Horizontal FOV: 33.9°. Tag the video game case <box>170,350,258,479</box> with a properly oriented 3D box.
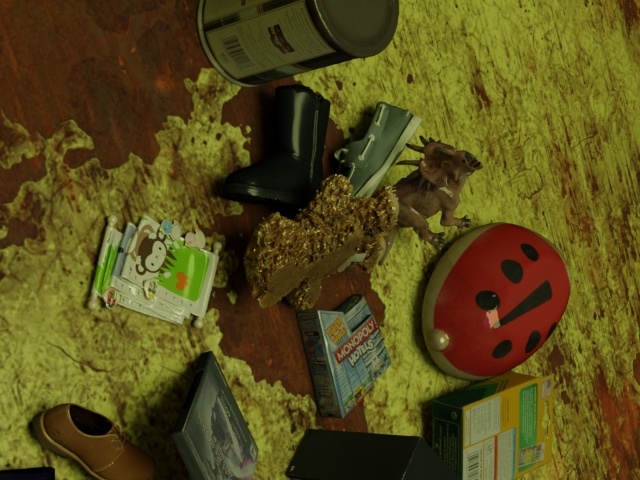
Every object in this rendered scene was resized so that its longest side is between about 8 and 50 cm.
[{"bbox_3d":[-0.154,0.308,1.592,0.274,0.026,0.196,-84,152,-72],"label":"video game case"}]

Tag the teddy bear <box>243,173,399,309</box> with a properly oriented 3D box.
[{"bbox_3d":[0.000,0.000,1.786,0.338,0.113,0.245,-29,147,-26],"label":"teddy bear"}]

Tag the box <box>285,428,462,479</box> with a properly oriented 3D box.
[{"bbox_3d":[0.100,0.413,1.783,0.184,0.261,0.103,46,56,-32],"label":"box"}]

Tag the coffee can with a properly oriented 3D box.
[{"bbox_3d":[-0.040,-0.374,1.718,0.201,0.275,0.202,6,82,-45],"label":"coffee can"}]

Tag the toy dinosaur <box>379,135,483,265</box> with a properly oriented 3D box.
[{"bbox_3d":[0.182,-0.087,1.961,0.200,0.295,0.127,29,31,-45],"label":"toy dinosaur"}]

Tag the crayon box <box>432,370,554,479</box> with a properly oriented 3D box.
[{"bbox_3d":[0.354,0.392,2.146,0.322,0.083,0.203,-10,103,-45],"label":"crayon box"}]

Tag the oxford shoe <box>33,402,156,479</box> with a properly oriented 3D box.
[{"bbox_3d":[-0.306,0.295,1.508,0.212,0.076,0.076,38,31,-39],"label":"oxford shoe"}]

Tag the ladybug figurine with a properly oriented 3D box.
[{"bbox_3d":[0.377,0.124,2.163,0.449,0.161,0.305,-32,108,-42],"label":"ladybug figurine"}]

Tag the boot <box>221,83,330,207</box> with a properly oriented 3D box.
[{"bbox_3d":[-0.073,-0.163,1.787,0.246,0.094,0.207,3,87,-52],"label":"boot"}]

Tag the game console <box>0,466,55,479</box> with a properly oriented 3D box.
[{"bbox_3d":[-0.344,0.424,1.491,0.361,0.044,0.213,5,82,-45],"label":"game console"}]

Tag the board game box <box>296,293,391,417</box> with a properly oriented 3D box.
[{"bbox_3d":[0.041,0.184,1.892,0.194,0.060,0.194,-38,113,-41],"label":"board game box"}]

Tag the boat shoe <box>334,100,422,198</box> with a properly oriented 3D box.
[{"bbox_3d":[0.073,-0.139,1.952,0.099,0.116,0.319,35,61,4],"label":"boat shoe"}]

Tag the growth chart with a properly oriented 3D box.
[{"bbox_3d":[-0.253,0.045,1.640,0.237,0.021,0.172,18,72,-43],"label":"growth chart"}]
